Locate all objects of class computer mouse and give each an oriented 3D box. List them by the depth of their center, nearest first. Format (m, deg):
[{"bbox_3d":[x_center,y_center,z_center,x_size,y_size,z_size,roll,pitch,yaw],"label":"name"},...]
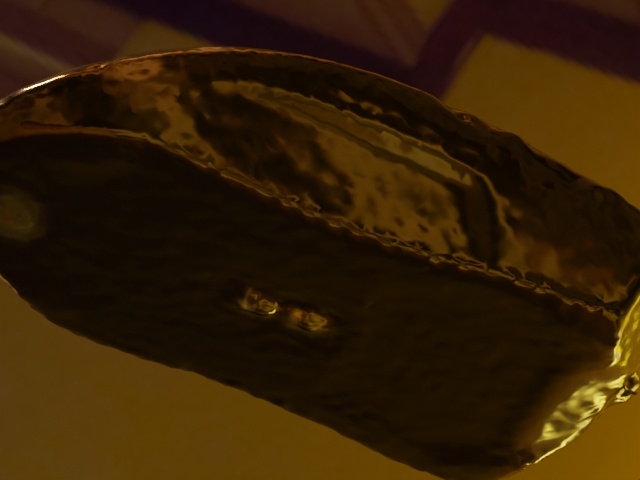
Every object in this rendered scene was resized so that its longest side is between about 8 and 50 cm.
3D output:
[{"bbox_3d":[0.000,0.000,0.518,0.217,0.073,0.122,23,141,-8],"label":"computer mouse"}]
